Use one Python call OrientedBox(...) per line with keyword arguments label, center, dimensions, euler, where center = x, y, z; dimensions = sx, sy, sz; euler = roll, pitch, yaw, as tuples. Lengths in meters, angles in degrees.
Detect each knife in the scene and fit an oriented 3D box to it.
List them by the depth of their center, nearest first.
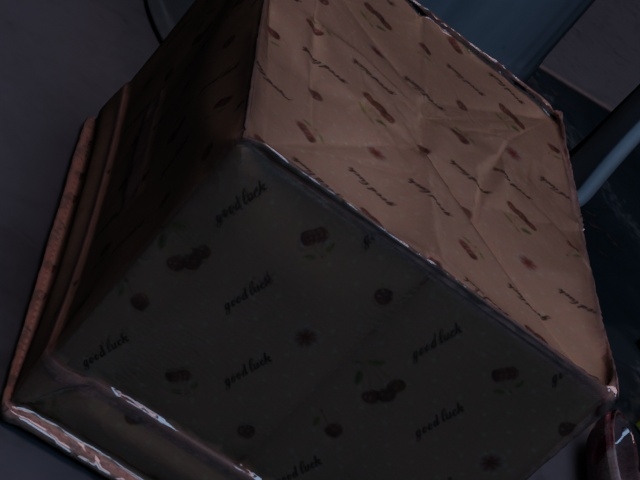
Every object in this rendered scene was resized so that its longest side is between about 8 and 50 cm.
OrientedBox(label="knife", center=(0.192, 0.178, 1.003), dimensions=(0.123, 0.053, 0.278), euler=(58, 6, -24))

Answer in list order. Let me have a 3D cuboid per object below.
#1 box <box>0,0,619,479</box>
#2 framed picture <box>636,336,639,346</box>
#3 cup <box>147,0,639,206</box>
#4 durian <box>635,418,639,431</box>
OrientedBox(label="box", center=(0.000, 0.000, 0.895), dimensions=(0.225, 0.190, 0.297), euler=(34, 28, -18))
OrientedBox(label="framed picture", center=(0.367, 0.137, 1.313), dimensions=(0.231, 0.010, 0.173), euler=(3, 43, -31))
OrientedBox(label="cup", center=(0.091, -0.194, 1.168), dimensions=(0.257, 0.311, 0.331), euler=(-4, 51, -55))
OrientedBox(label="durian", center=(0.350, 0.111, 1.053), dimensions=(0.157, 0.169, 0.355), euler=(49, -13, -7))
